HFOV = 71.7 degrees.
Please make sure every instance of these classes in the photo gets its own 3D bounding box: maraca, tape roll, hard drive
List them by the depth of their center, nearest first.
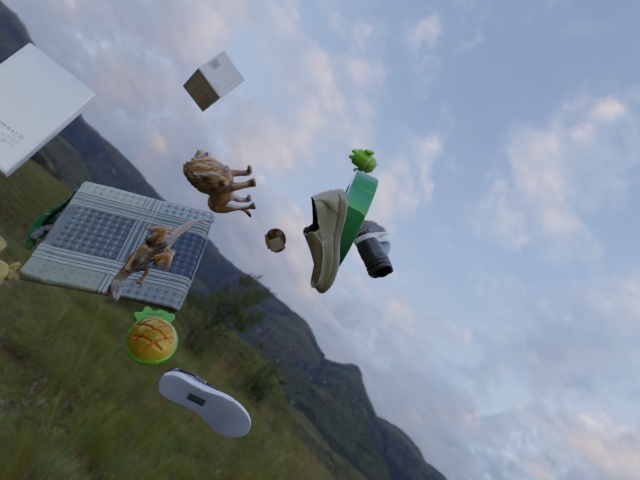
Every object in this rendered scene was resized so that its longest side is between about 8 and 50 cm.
[{"bbox_3d":[-0.755,-0.331,1.108,0.203,0.307,0.040,38,-26,-10],"label":"hard drive"},{"bbox_3d":[-0.437,0.244,1.154,0.185,0.127,0.099,-108,-146,-48],"label":"maraca"},{"bbox_3d":[0.077,-0.061,1.383,0.077,0.321,0.321,26,-27,-2],"label":"tape roll"}]

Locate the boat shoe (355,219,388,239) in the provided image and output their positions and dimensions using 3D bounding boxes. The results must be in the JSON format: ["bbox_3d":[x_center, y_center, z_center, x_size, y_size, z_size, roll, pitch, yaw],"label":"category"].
[{"bbox_3d":[0.207,-0.042,1.922,0.117,0.324,0.096,-29,-99,21],"label":"boat shoe"}]

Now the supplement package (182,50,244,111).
[{"bbox_3d":[-0.438,-0.637,1.795,0.133,0.139,0.244,54,-24,-20],"label":"supplement package"}]

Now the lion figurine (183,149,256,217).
[{"bbox_3d":[-0.372,-0.182,1.674,0.392,0.241,0.142,100,-25,-57],"label":"lion figurine"}]

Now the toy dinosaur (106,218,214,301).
[{"bbox_3d":[-0.245,0.004,0.683,0.064,0.211,0.112,56,-26,-15],"label":"toy dinosaur"}]

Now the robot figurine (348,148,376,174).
[{"bbox_3d":[0.164,-0.301,1.677,0.115,0.067,0.101,40,-61,15],"label":"robot figurine"}]

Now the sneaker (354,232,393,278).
[{"bbox_3d":[0.206,0.067,1.579,0.296,0.105,0.146,17,49,-68],"label":"sneaker"}]

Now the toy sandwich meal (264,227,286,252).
[{"bbox_3d":[-0.153,0.000,1.481,0.086,0.085,0.029,38,11,14],"label":"toy sandwich meal"}]

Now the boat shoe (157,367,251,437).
[{"bbox_3d":[-0.257,0.358,0.996,0.229,0.080,0.076,30,1,-8],"label":"boat shoe"}]

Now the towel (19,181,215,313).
[{"bbox_3d":[-0.433,0.009,0.995,0.325,0.312,0.056,15,-46,-9],"label":"towel"}]

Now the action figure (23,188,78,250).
[{"bbox_3d":[-0.796,-0.059,1.333,0.063,0.232,0.137,46,-7,-6],"label":"action figure"}]

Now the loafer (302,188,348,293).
[{"bbox_3d":[0.000,0.000,1.100,0.102,0.092,0.268,-133,-130,-73],"label":"loafer"}]

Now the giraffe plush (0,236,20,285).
[{"bbox_3d":[-0.997,0.063,1.313,0.170,0.182,0.210,95,-22,-61],"label":"giraffe plush"}]
